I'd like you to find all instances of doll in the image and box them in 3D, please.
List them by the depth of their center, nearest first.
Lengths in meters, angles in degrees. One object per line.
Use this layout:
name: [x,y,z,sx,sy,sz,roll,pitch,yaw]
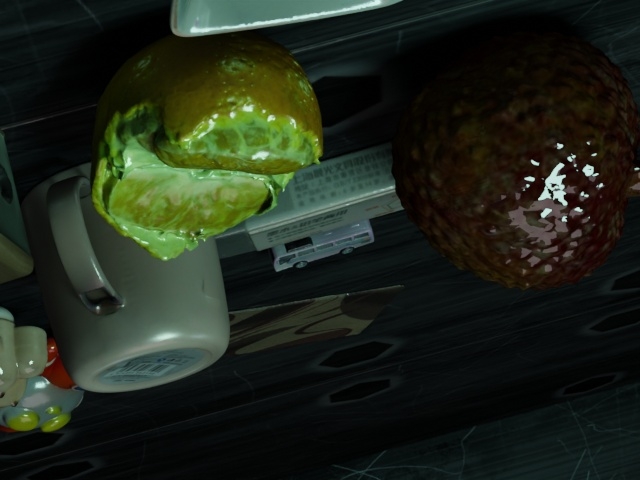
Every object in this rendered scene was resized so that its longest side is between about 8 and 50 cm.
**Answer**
doll: [-0.456,0.135,1.840,0.278,0.119,0.154,14,146,-39]
doll: [-0.340,0.179,2.050,0.336,0.105,0.200,-28,158,31]

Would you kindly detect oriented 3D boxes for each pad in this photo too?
pad: [-0.057,0.127,2.288,0.330,0.004,0.220,-9,161,-21]

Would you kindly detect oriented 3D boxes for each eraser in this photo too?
eraser: [0.029,-0.055,1.738,0.352,0.061,0.089,-15,163,0]

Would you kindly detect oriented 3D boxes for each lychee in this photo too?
lychee: [0.197,-0.079,1.515,0.260,0.260,0.260,-14,162,-5]

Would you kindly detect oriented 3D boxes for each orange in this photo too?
orange: [-0.105,-0.096,1.345,0.179,0.158,0.237,-3,158,-24]

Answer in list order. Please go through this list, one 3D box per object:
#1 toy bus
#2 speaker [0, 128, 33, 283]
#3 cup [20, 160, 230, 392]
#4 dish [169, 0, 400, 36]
toy bus: [0.000,0.000,1.912,0.131,0.037,0.052,-16,160,-1]
speaker: [-0.363,-0.044,1.298,0.192,0.153,0.231,-18,162,4]
cup: [-0.202,0.032,1.578,0.191,0.200,0.253,-18,161,9]
dish: [-0.003,-0.230,1.188,0.234,0.064,0.154,-9,161,-15]
